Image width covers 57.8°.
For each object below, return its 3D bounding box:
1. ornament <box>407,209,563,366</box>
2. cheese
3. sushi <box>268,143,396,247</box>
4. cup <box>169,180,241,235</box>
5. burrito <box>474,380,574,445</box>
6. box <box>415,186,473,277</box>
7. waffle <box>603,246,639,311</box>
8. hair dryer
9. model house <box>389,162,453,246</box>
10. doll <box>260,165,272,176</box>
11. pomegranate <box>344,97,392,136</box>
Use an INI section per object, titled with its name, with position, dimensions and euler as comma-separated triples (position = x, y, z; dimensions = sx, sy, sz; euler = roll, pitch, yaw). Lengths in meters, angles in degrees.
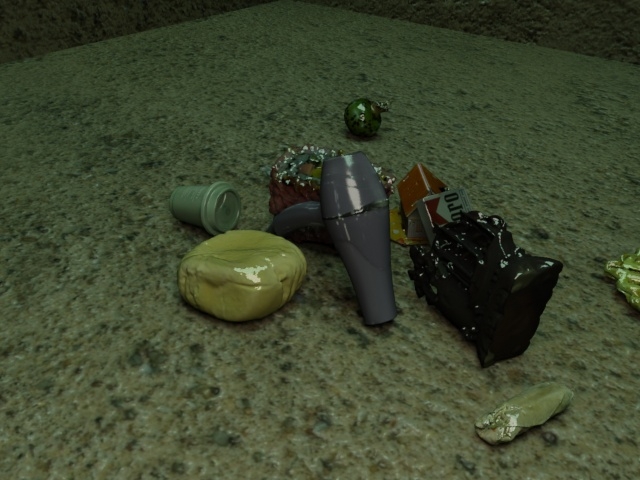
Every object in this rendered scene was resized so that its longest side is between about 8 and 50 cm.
[ornament]
position = 0.256, 0.056, 0.998
dimensions = 0.106, 0.251, 0.260
euler = -16, 45, -26
[cheese]
position = -0.145, 0.053, 1.081
dimensions = 0.226, 0.117, 0.214
euler = 14, 28, 23
[sushi]
position = 0.025, -0.093, 1.268
dimensions = 0.270, 0.171, 0.236
euler = 18, 35, 17
[cup]
position = -0.257, -0.075, 1.271
dimensions = 0.141, 0.120, 0.120
euler = 9, 32, 26
[burrito]
position = 0.312, 0.254, 0.869
dimensions = 0.188, 0.045, 0.058
euler = -16, 44, -29
[box]
position = 0.274, -0.012, 1.180
dimensions = 0.115, 0.178, 0.036
euler = -16, -6, -24
[waffle]
position = 0.738, 0.096, 1.128
dimensions = 0.317, 0.073, 0.297
euler = -16, 31, -15
[hair dryer]
position = 0.000, 0.000, 1.117
dimensions = 0.121, 0.301, 0.361
euler = -20, 11, -36
[model house]
position = 0.252, -0.097, 1.320
dimensions = 0.207, 0.136, 0.219
euler = 1, 33, 0
[doll]
position = -0.061, -0.152, 1.442
dimensions = 0.195, 0.070, 0.096
euler = 20, 21, 12
[pomegranate]
position = 0.143, -0.378, 1.740
dimensions = 0.161, 0.122, 0.122
euler = -27, 19, 32
